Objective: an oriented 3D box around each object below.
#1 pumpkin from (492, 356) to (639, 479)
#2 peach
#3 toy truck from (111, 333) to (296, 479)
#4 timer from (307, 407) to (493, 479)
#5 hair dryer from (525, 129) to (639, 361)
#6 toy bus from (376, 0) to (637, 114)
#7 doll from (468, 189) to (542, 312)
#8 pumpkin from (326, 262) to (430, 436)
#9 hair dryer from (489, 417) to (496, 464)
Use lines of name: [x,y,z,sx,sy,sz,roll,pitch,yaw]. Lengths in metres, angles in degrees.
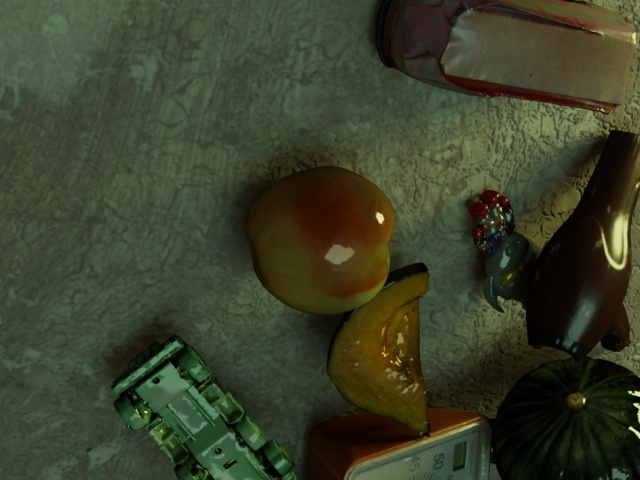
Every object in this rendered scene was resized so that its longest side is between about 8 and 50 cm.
pumpkin: [0.352,0.282,1.743,0.250,0.250,0.216,-10,128,-19]
peach: [0.000,0.000,1.532,0.184,0.184,0.184,-11,122,-18]
toy truck: [-0.155,0.231,1.626,0.128,0.135,0.259,-38,120,0]
timer: [0.115,0.364,1.782,0.250,0.161,0.257,-6,112,-18]
hair dryer: [0.403,0.047,1.785,0.312,0.123,0.340,-66,149,-12]
toy bus: [0.223,-0.233,1.517,0.303,0.147,0.127,5,110,-28]
doll: [0.250,0.019,1.724,0.104,0.062,0.194,-58,133,-41]
pumpkin: [0.066,0.133,1.671,0.149,0.130,0.254,-10,120,-11]
hair dryer: [0.284,0.398,1.953,0.304,0.120,0.359,4,125,-17]
